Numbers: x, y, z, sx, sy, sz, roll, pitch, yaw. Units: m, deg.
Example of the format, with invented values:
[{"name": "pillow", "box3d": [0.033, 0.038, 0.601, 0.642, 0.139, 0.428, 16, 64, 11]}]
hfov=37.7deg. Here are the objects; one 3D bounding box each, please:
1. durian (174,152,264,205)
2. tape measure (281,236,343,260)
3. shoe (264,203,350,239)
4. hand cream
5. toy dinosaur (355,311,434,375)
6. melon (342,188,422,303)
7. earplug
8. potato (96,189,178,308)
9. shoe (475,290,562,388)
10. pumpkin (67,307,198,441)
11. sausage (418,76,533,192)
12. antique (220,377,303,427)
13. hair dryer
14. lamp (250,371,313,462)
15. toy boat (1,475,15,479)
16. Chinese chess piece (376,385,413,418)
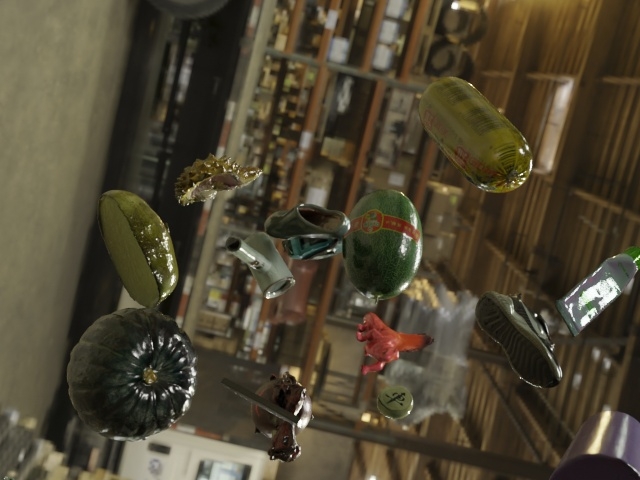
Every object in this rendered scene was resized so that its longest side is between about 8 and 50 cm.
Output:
[{"name": "durian", "box3d": [-0.223, -0.149, 2.048, 0.078, 0.224, 0.140, 60, -41, 18]}, {"name": "tape measure", "box3d": [0.000, 0.000, 2.203, 0.146, 0.125, 0.081, -25, -109, 39]}, {"name": "shoe", "box3d": [-0.034, -0.049, 1.924, 0.079, 0.195, 0.078, -59, 143, -36]}, {"name": "hand cream", "box3d": [0.611, 0.100, 2.040, 0.275, 0.079, 0.050, -35, 159, -30]}, {"name": "toy dinosaur", "box3d": [0.141, 0.178, 1.761, 0.286, 0.138, 0.070, -70, 149, -79]}, {"name": "melon", "box3d": [0.138, 0.015, 2.093, 0.182, 0.182, 0.288, 109, -12, -56]}, {"name": "earplug", "box3d": [0.635, 0.503, 2.073, 0.456, 0.215, 0.215, -19, 126, -67]}, {"name": "potato", "box3d": [-0.381, 0.010, 2.035, 0.160, 0.111, 0.272, -35, -99, 55]}, {"name": "shoe", "box3d": [0.408, 0.184, 1.843, 0.227, 0.112, 0.099, 51, -45, 25]}, {"name": "pumpkin", "box3d": [-0.306, 0.220, 1.541, 0.162, 0.220, 0.221, -5, -111, 59]}, {"name": "sausage", "box3d": [0.272, -0.190, 1.672, 0.347, 0.123, 0.123, -117, -144, -52]}, {"name": "antique", "box3d": [-0.118, 0.324, 1.874, 0.015, 0.192, 0.031, -55, 153, -21]}, {"name": "hair dryer", "box3d": [-0.143, 0.030, 1.893, 0.131, 0.073, 0.236, 59, 10, 23]}, {"name": "lamp", "box3d": [-0.101, 0.425, 2.278, 0.223, 0.151, 0.215, 47, 44, -76]}, {"name": "toy boat", "box3d": [-0.577, 0.455, 1.726, 0.083, 0.038, 0.038, -150, -107, -66]}, {"name": "Chinese chess piece", "box3d": [0.170, 0.369, 2.141, 0.084, 0.084, 0.034, -81, 177, -51]}]
